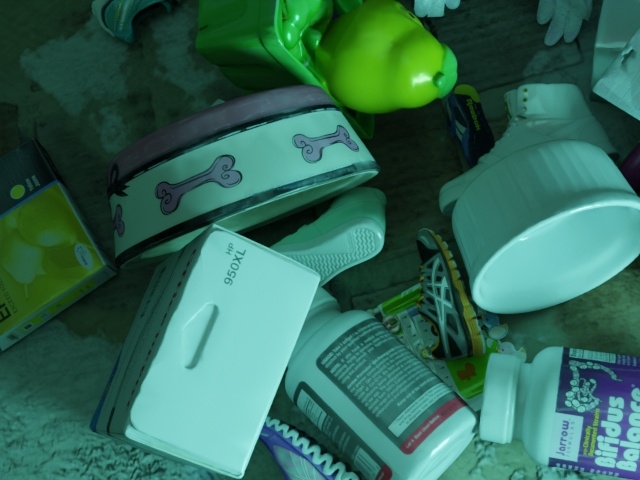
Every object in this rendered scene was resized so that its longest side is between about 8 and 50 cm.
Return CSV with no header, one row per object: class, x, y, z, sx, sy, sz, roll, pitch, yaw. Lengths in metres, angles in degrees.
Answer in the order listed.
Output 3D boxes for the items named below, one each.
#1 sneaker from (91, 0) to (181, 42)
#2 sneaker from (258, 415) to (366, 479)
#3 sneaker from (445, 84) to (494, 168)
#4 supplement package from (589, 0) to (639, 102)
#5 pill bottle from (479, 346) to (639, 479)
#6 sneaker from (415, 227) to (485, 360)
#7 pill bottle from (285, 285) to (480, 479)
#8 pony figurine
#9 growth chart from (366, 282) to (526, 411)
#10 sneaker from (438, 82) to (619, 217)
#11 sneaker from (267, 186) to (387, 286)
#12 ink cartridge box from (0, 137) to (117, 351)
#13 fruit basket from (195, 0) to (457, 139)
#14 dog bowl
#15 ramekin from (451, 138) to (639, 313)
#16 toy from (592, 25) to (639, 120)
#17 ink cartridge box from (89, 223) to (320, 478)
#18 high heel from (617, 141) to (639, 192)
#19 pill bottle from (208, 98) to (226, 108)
sneaker,-0.294,-0.478,1.858,0.110,0.107,0.275,44,88,3
sneaker,-0.019,0.350,1.482,0.236,0.095,0.104,34,87,20
sneaker,0.243,-0.180,1.647,0.053,0.059,0.144,-9,82,-25
supplement package,0.537,-0.377,1.587,0.175,0.177,0.292,10,72,15
pill bottle,0.379,0.238,1.395,0.302,0.169,0.169,6,71,14
sneaker,0.180,0.082,1.521,0.083,0.084,0.214,-20,68,7
pill bottle,0.061,0.214,1.466,0.176,0.176,0.318,-45,68,-6
pony figurine,0.310,-0.531,1.636,0.303,0.351,0.363,8,53,11
growth chart,0.202,0.157,1.543,0.172,0.021,0.237,-34,68,-3
sneaker,0.302,-0.150,1.592,0.293,0.108,0.169,-19,69,-6
sneaker,0.001,0.000,1.623,0.256,0.094,0.151,-22,25,25
ink cartridge box,-0.549,0.021,1.727,0.307,0.072,0.303,-34,67,-4
fruit basket,0.035,-0.318,1.567,0.392,0.392,0.282,-2,69,11
dog bowl,-0.127,-0.096,1.470,0.408,0.408,0.150,-21,89,4
ramekin,0.325,-0.022,1.453,0.277,0.277,0.135,-23,59,3
toy,0.528,-0.202,1.431,0.237,0.056,0.137,39,96,27
ink cartridge box,-0.176,0.164,1.406,0.166,0.395,0.285,25,74,-13
high heel,0.635,-0.130,1.496,0.377,0.127,0.181,-28,56,-3
pill bottle,-0.204,-0.142,1.690,0.112,0.112,0.186,38,82,22
